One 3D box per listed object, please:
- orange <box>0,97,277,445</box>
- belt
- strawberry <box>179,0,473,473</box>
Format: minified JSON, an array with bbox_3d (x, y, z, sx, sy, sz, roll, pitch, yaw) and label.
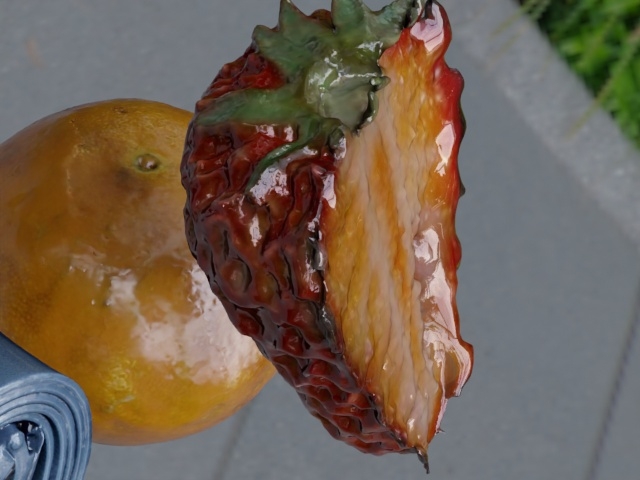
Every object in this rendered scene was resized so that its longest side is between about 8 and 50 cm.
[{"bbox_3d":[-0.148,0.021,1.471,0.284,0.284,0.226,-55,164,-40],"label":"orange"},{"bbox_3d":[-0.199,0.137,0.971,0.141,0.082,0.190,9,107,-57],"label":"belt"},{"bbox_3d":[0.002,-0.018,1.178,0.280,0.150,0.253,60,39,-55],"label":"strawberry"}]
